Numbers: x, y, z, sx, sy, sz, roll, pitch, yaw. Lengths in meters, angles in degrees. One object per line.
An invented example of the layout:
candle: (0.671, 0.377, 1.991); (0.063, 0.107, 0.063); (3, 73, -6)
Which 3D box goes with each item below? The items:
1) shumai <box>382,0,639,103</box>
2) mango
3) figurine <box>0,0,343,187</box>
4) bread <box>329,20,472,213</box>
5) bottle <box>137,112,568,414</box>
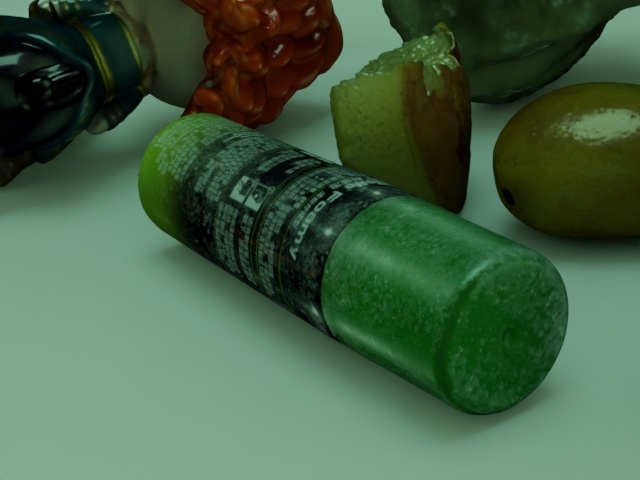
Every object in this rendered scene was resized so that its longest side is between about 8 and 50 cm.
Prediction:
shumai: (0.254, -0.297, 0.959); (0.323, 0.324, 0.397); (0, 28, 43)
mango: (0.225, -0.054, 0.746); (0.227, 0.099, 0.136); (-2, 15, -14)
figurine: (-0.181, -0.165, 0.982); (0.412, 0.241, 0.306); (-26, 1, -2)
bread: (0.067, -0.078, 0.800); (0.086, 0.125, 0.156); (-7, 20, 18)
bottle: (0.000, 0.000, 0.663); (0.093, 0.093, 0.330); (-19, 26, -28)
